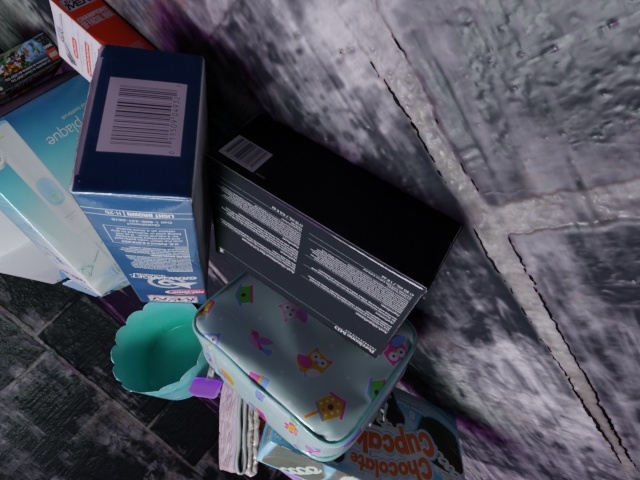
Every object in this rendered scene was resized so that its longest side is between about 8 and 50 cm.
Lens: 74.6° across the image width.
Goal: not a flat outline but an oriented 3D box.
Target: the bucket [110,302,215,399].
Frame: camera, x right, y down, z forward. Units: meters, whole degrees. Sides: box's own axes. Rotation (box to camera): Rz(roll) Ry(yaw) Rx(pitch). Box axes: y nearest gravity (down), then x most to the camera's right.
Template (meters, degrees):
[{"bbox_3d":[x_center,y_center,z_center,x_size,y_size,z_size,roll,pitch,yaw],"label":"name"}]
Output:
[{"bbox_3d":[-0.438,0.325,1.232,0.280,0.281,0.183,26,155,21],"label":"bucket"}]

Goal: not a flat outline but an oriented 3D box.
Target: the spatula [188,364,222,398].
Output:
[{"bbox_3d":[-0.283,0.317,1.132,0.084,0.297,0.030,15,-161,-19],"label":"spatula"}]

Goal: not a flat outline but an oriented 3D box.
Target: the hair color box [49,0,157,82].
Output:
[{"bbox_3d":[-0.251,-0.220,0.533,0.167,0.053,0.093,41,149,-5],"label":"hair color box"}]

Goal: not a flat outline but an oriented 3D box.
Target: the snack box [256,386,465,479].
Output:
[{"bbox_3d":[0.075,0.302,0.655,0.321,0.187,0.060,27,122,-9],"label":"snack box"}]

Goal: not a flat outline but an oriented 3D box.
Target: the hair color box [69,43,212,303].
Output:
[{"bbox_3d":[-0.198,-0.046,0.539,0.105,0.174,0.347,3,156,-11],"label":"hair color box"}]

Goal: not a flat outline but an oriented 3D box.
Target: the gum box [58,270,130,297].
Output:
[{"bbox_3d":[-0.571,0.088,1.132,0.041,0.156,0.184,62,173,18],"label":"gum box"}]

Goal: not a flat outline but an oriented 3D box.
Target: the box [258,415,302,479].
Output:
[{"bbox_3d":[-0.043,0.499,1.089,0.293,0.201,0.057,17,159,32],"label":"box"}]

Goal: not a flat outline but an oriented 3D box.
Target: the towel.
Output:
[{"bbox_3d":[-0.211,0.406,1.070,0.053,0.333,0.317,8,155,-19],"label":"towel"}]

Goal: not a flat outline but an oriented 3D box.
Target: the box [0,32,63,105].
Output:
[{"bbox_3d":[-0.526,-0.243,0.692,0.232,0.159,0.044,-2,131,49],"label":"box"}]

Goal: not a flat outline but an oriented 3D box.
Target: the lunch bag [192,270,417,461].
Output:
[{"bbox_3d":[-0.015,0.142,0.591,0.279,0.224,0.108,33,144,23],"label":"lunch bag"}]

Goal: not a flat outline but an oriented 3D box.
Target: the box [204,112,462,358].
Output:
[{"bbox_3d":[0.000,0.000,0.499,0.261,0.103,0.184,32,144,12],"label":"box"}]

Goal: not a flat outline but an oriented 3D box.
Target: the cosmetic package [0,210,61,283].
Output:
[{"bbox_3d":[-0.670,-0.038,0.981,0.218,0.156,0.385,61,163,2],"label":"cosmetic package"}]

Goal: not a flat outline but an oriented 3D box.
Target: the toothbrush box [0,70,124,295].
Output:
[{"bbox_3d":[-0.397,-0.092,0.696,0.126,0.216,0.296,13,139,37],"label":"toothbrush box"}]
